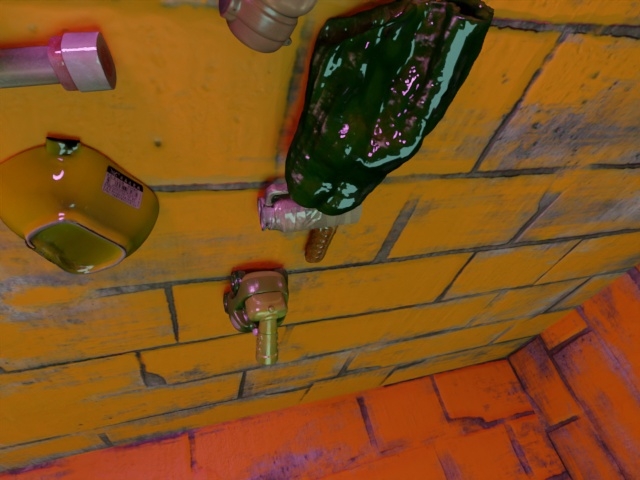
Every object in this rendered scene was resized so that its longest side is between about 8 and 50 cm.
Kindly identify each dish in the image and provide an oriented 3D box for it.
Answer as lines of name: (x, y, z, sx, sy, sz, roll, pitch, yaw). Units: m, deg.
dish: (-0.393, -0.028, 0.691, 0.221, 0.108, 0.262, -22, 147, 3)

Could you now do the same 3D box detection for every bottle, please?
bottle: (-0.038, -0.309, 0.461, 0.110, 0.097, 0.209, 7, 139, -38)

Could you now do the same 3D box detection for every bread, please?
bread: (0.000, 0.000, 0.980, 0.052, 0.044, 0.157, -10, 147, -24)

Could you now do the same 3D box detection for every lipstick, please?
lipstick: (-0.350, -0.207, 0.504, 0.187, 0.057, 0.063, -7, 146, -8)

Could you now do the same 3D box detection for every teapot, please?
teapot: (-0.022, -0.073, 0.836, 0.201, 0.077, 0.107, -9, 142, -15)

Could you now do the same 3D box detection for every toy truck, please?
toy truck: (-0.142, 0.167, 1.030, 0.148, 0.210, 0.187, -1, 125, -24)

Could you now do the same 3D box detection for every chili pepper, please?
chili pepper: (0.077, -0.186, 0.637, 0.213, 0.167, 0.385, 3, 140, -32)
